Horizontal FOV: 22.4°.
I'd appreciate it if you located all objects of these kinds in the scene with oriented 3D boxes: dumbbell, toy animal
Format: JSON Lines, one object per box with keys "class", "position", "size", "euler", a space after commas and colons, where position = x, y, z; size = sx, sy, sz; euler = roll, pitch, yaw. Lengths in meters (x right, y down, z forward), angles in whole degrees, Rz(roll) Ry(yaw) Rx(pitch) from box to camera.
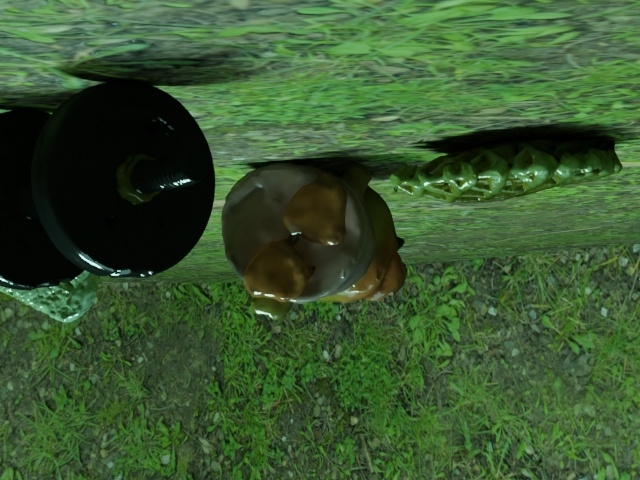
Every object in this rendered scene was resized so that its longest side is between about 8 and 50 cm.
{"class": "dumbbell", "position": [-0.184, -0.037, 1.213], "size": [0.143, 0.143, 0.325], "euler": [1, 175, -39]}
{"class": "toy animal", "position": [-0.002, -0.002, 1.748], "size": [0.169, 0.195, 0.281], "euler": [40, -170, 23]}

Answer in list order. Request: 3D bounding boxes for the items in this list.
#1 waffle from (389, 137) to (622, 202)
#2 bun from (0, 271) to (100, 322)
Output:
{"class": "waffle", "position": [0.185, -0.068, 1.580], "size": [0.207, 0.054, 0.214], "euler": [-9, 178, 38]}
{"class": "bun", "position": [-0.348, 0.007, 1.895], "size": [0.204, 0.126, 0.212], "euler": [24, 180, 21]}
